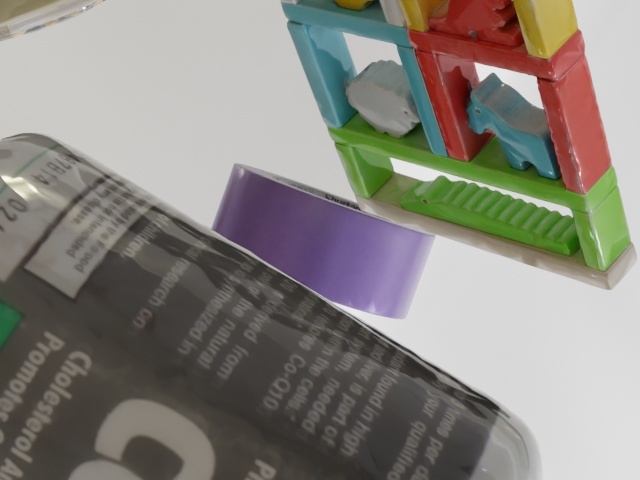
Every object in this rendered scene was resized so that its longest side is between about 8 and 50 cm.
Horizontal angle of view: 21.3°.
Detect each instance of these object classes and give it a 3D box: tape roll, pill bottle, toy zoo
[{"bbox_3d":[0.000,0.000,1.484,0.189,0.189,0.080,22,-86,34],"label":"tape roll"},{"bbox_3d":[-0.030,0.123,0.755,0.361,0.204,0.204,30,-88,3],"label":"pill bottle"},{"bbox_3d":[0.056,-0.111,0.904,0.192,0.293,0.030,19,-127,40],"label":"toy zoo"}]

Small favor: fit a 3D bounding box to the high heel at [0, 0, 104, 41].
[{"bbox_3d":[-0.153,-0.223,1.173,0.261,0.093,0.186,-48,-168,-7],"label":"high heel"}]
